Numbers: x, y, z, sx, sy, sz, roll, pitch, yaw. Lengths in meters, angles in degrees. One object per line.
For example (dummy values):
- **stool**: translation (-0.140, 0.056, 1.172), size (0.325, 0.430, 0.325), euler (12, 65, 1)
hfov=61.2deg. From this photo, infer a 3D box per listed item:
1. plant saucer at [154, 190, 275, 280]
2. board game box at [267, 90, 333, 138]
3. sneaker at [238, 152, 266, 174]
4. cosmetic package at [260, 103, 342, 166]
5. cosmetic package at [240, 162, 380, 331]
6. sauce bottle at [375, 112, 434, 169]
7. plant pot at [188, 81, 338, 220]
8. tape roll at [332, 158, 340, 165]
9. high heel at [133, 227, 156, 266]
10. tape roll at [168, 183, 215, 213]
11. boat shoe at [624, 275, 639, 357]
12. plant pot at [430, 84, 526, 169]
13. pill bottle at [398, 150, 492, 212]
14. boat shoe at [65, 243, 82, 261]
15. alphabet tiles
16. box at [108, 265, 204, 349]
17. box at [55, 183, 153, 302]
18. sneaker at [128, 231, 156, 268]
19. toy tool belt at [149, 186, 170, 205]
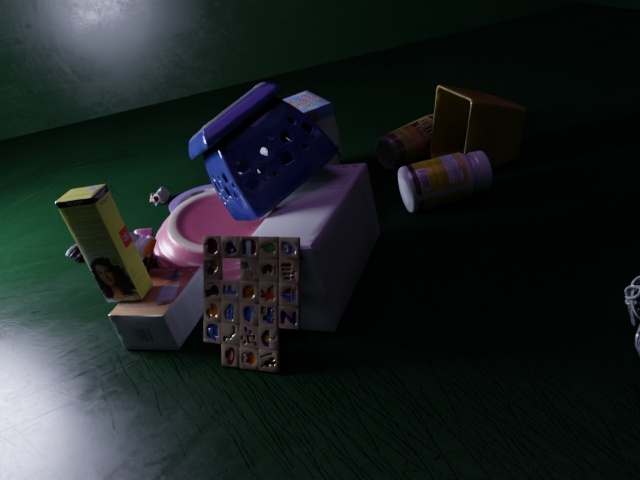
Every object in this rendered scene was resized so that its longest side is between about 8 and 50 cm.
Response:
- **plant saucer**: translation (-0.234, -0.022, 1.297), size (0.332, 0.084, 0.332), euler (-1, 38, 1)
- **board game box**: translation (-0.094, -0.315, 1.374), size (0.211, 0.039, 0.160), euler (-24, 32, -14)
- **sneaker**: translation (-0.096, -0.138, 1.386), size (0.283, 0.110, 0.122), euler (26, 24, 13)
- **cosmetic package**: translation (-0.062, -0.274, 1.479), size (0.183, 0.151, 0.151), euler (5, 36, 31)
- **cosmetic package**: translation (0.000, 0.000, 1.124), size (0.155, 0.197, 0.365), euler (0, 30, 24)
- **sauce bottle**: translation (0.326, -0.327, 1.662), size (0.344, 0.111, 0.111), euler (-30, 33, -25)
- **plant pot**: translation (-0.141, -0.193, 1.167), size (0.236, 0.212, 0.236), euler (-43, 16, -16)
- **tape roll**: translation (-0.077, -0.189, 1.597), size (0.286, 0.100, 0.286), euler (-11, 29, 6)
- **high heel**: translation (-0.364, 0.018, 1.402), size (0.244, 0.082, 0.117), euler (-3, 62, -14)
- **tape roll**: translation (-0.327, -0.087, 1.539), size (0.188, 0.080, 0.189), euler (-9, 29, 5)
- **boat shoe**: translation (0.523, 0.094, 0.821), size (0.306, 0.113, 0.105), euler (-32, 27, -36)
- **plant pot**: translation (0.441, -0.309, 1.502), size (0.187, 0.212, 0.212), euler (-6, 27, -12)
- **pill bottle**: translation (0.308, -0.149, 1.342), size (0.208, 0.119, 0.119), euler (-14, 28, -3)
- **boat shoe**: translation (-0.665, 0.017, 1.537), size (0.046, 0.038, 0.125), euler (-47, 5, 31)
- **alphabet tiles**: translation (-0.125, 0.111, 0.958), size (0.198, 0.237, 0.009), euler (1, 3, 24)
- **box**: translation (-0.324, 0.137, 1.121), size (0.130, 0.091, 0.170), euler (-4, 30, 18)
- **box**: translation (-0.411, 0.010, 1.044), size (0.087, 0.232, 0.058), euler (-7, 29, 17)
- **sneaker**: translation (-0.441, 0.037, 1.200), size (0.121, 0.262, 0.099), euler (23, 59, -12)
- **toy tool belt**: translation (-0.527, -0.136, 1.754), size (0.051, 0.052, 0.083), euler (-34, 12, 33)
